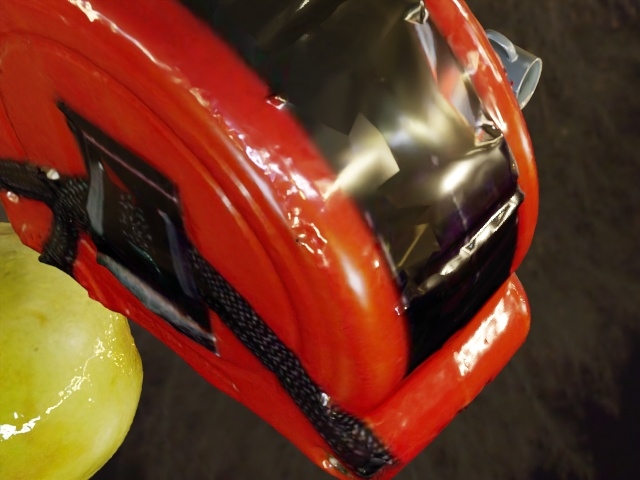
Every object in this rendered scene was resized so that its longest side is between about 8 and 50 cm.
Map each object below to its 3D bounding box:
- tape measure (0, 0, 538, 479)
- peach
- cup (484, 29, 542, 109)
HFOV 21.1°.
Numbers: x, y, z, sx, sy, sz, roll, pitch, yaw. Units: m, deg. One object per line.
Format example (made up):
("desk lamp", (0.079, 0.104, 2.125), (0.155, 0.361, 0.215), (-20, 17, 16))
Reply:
("tape measure", (-0.039, -0.041, 0.651), (0.253, 0.260, 0.114), (34, -114, 28))
("peach", (-0.336, 0.145, 1.691), (0.316, 0.314, 0.281), (-12, -146, -20))
("cup", (0.210, -0.204, 2.001), (0.077, 0.100, 0.078), (25, -118, 20))
